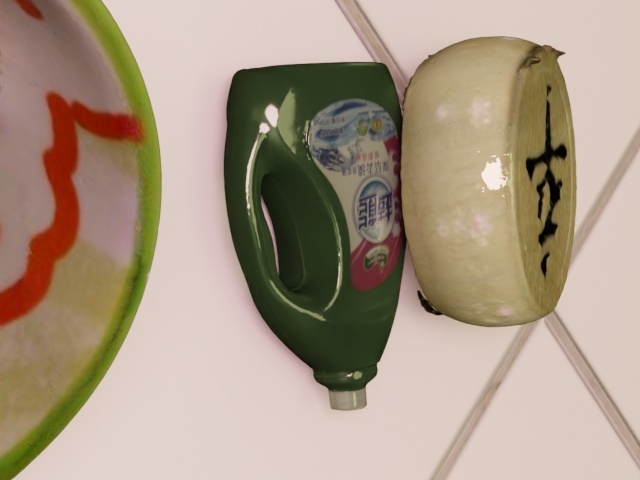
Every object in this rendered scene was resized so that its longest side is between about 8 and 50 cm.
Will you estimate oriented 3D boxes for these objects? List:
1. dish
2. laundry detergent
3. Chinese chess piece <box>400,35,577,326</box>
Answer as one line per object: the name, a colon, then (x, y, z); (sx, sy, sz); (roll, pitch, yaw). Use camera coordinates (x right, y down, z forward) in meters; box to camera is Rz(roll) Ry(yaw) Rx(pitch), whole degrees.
dish: (-0.231, -0.016, 0.457); (0.324, 0.124, 0.324); (-19, 132, -23)
laundry detergent: (0.000, 0.000, 0.742); (0.137, 0.063, 0.211); (-8, 96, -49)
Chinese chess piece: (0.115, -0.038, 0.799); (0.188, 0.083, 0.188); (-1, 90, -66)
